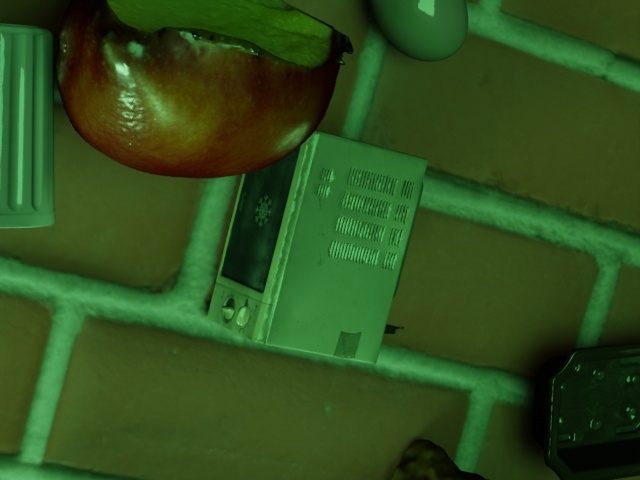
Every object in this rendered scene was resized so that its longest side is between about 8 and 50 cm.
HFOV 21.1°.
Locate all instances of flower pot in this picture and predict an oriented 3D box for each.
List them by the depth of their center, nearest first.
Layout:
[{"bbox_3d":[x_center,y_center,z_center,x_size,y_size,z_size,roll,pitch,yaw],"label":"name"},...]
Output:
[{"bbox_3d":[0.373,0.211,2.217,0.251,0.084,0.179,-3,100,-29],"label":"flower pot"}]

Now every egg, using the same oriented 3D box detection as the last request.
[{"bbox_3d":[0.115,-0.266,1.973,0.103,0.103,0.135,-45,120,-14],"label":"egg"}]

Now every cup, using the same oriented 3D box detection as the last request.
[{"bbox_3d":[-0.368,-0.117,1.705,0.221,0.167,0.202,1,96,-31],"label":"cup"}]

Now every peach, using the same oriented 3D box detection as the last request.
[{"bbox_3d":[-0.142,-0.156,1.743,0.361,0.257,0.201,-24,143,-63],"label":"peach"}]

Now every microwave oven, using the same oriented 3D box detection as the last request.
[{"bbox_3d":[0.000,0.000,1.938,0.194,0.145,0.240,12,94,-32],"label":"microwave oven"}]

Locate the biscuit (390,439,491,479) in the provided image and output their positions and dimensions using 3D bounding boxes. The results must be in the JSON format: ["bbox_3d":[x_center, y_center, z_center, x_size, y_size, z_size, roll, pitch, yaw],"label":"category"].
[{"bbox_3d":[0.258,0.426,2.023,0.342,0.395,0.166,44,84,-25],"label":"biscuit"}]
